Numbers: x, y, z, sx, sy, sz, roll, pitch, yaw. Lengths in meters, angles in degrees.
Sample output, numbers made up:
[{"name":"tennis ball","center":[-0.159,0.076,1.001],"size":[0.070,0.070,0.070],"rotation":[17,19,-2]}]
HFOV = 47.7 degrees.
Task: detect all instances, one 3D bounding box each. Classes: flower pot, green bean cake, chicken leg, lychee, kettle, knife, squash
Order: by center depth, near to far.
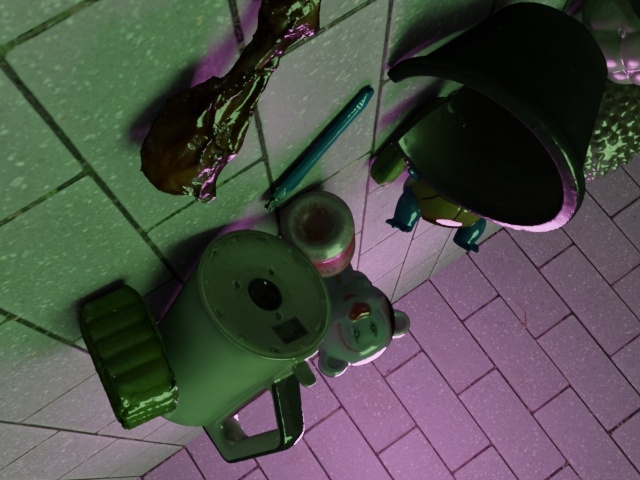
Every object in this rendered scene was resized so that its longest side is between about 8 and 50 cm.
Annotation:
[{"name":"chicken leg","center":[-0.097,-0.170,0.820],"size":[0.113,0.093,0.304],"rotation":[15,125,-48]},{"name":"flower pot","center":[0.316,-0.217,1.183],"size":[0.251,0.379,0.379],"rotation":[-49,169,-17]},{"name":"knife","center":[-0.008,-0.146,1.208],"size":[0.296,0.026,0.044],"rotation":[-47,165,27]},{"name":"green bean cake","center":[-0.323,0.202,1.219],"size":[0.113,0.214,0.200],"rotation":[-22,161,-22]},{"name":"kettle","center":[-0.150,0.224,1.342],"size":[0.250,0.361,0.376],"rotation":[-26,166,-45]},{"name":"flower pot","center":[0.613,-0.411,1.360],"size":[0.246,0.246,0.195],"rotation":[-34,170,-7]},{"name":"squash","center":[0.176,-0.190,1.395],"size":[0.066,0.066,0.229],"rotation":[-17,156,-51]},{"name":"lychee","center":[0.571,-0.277,1.575],"size":[0.300,0.300,0.300],"rotation":[-33,165,-10]}]

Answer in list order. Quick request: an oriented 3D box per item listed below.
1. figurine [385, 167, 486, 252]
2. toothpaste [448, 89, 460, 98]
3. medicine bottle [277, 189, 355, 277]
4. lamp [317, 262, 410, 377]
[{"name":"figurine","center":[0.297,-0.109,1.535],"size":[0.416,0.298,0.242],"rotation":[134,-24,-66]},{"name":"toothpaste","center":[0.317,-0.288,1.462],"size":[0.179,0.037,0.043],"rotation":[-24,163,-39]},{"name":"medicine bottle","center":[0.000,0.000,1.445],"size":[0.147,0.147,0.247],"rotation":[-34,165,-5]},{"name":"lamp","center":[0.034,0.158,1.689],"size":[0.247,0.301,0.247],"rotation":[-28,164,-26]}]
